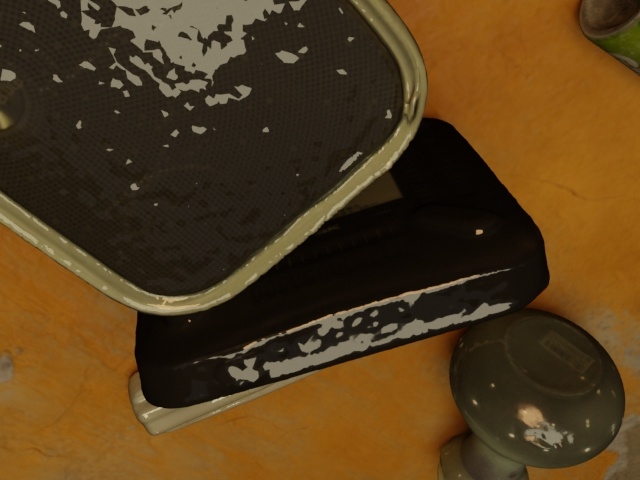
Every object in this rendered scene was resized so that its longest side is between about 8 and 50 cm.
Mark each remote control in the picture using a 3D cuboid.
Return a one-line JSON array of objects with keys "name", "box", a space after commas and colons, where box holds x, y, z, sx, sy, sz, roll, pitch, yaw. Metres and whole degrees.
[{"name": "remote control", "box": [-0.084, 0.134, 0.876, 0.230, 0.049, 0.090, -24, 128, 2]}]

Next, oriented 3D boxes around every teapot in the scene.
[{"name": "teapot", "box": [0.212, 0.201, 0.931, 0.183, 0.184, 0.251, 0, 136, -14]}]

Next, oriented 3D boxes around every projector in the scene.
[{"name": "projector", "box": [-0.104, -0.141, 0.563, 0.248, 0.249, 0.248, -40, 122, 14]}]

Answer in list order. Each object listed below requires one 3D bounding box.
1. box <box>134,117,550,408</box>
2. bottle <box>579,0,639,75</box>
[{"name": "box", "box": [0.000, 0.000, 0.662, 0.289, 0.289, 0.073, -16, 117, 1]}, {"name": "bottle", "box": [0.380, -0.146, 0.769, 0.330, 0.093, 0.093, 24, 115, -26]}]
